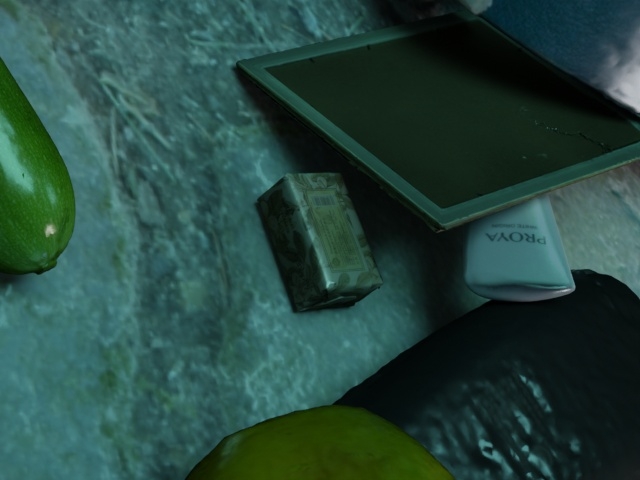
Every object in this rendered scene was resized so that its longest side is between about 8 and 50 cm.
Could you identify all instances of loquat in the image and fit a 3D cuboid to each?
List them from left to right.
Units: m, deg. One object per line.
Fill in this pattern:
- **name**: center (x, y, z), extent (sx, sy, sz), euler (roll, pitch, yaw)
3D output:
- **loquat**: center (0.011, 0.217, 0.902), extent (0.213, 0.213, 0.246), euler (10, 41, -33)

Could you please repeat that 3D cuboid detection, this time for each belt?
- **belt**: center (0.261, -0.242, 1.375), extent (0.436, 0.173, 0.300), euler (17, 30, -25)

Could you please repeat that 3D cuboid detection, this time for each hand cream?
- **hand cream**: center (0.142, -0.034, 1.237), extent (0.079, 0.048, 0.255), euler (-1, 34, 1)

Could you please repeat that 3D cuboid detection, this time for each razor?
- **razor**: center (0.147, 0.135, 1.138), extent (0.327, 0.107, 0.189), euler (-23, 74, -44)

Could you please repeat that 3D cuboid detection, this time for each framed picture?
- **framed picture**: center (0.110, -0.102, 1.258), extent (0.293, 0.018, 0.231), euler (-19, 48, -41)

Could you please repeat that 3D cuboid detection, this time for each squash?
- **squash**: center (-0.272, -0.139, 0.994), extent (0.101, 0.101, 0.378), euler (-29, 82, -45)

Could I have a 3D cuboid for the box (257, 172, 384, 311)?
- **box**: center (0.000, 0.000, 1.154), extent (0.062, 0.045, 0.098), euler (-2, 65, -40)
